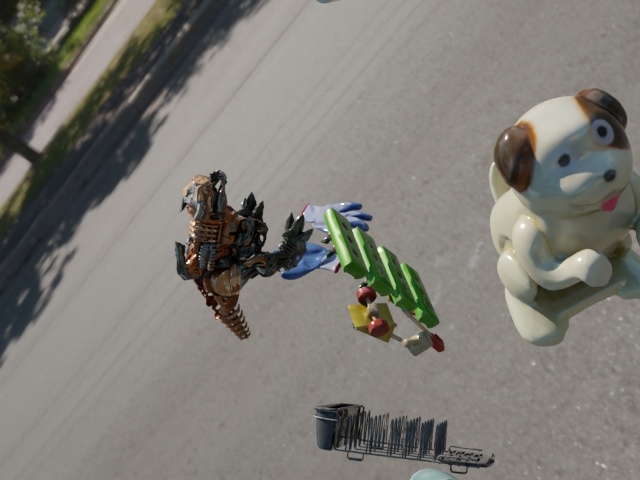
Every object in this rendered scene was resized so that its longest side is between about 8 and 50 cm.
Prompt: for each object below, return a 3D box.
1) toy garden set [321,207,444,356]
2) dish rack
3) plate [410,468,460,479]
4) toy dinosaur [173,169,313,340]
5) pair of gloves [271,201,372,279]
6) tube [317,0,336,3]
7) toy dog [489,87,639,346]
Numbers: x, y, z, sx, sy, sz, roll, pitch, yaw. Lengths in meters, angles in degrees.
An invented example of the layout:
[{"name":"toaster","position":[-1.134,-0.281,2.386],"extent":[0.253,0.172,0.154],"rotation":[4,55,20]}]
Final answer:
[{"name":"toy garden set","position":[0.095,0.087,1.153],"extent":[0.049,0.244,0.204],"rotation":[-36,47,19]},{"name":"dish rack","position":[0.135,0.306,1.228],"extent":[0.271,0.208,0.074],"rotation":[4,83,15]},{"name":"plate","position":[0.191,0.359,0.994],"extent":[0.024,0.188,0.188],"rotation":[-51,24,20]},{"name":"toy dinosaur","position":[-0.153,0.023,1.317],"extent":[0.218,0.164,0.322],"rotation":[-32,-27,-36]},{"name":"pair of gloves","position":[0.000,0.000,1.466],"extent":[0.159,0.023,0.198],"rotation":[9,53,34]},{"name":"tube","position":[0.069,-0.515,1.556],"extent":[0.062,0.070,0.240],"rotation":[2,21,36]},{"name":"toy dog","position":[0.440,-0.076,1.393],"extent":[0.284,0.408,0.395],"rotation":[-18,54,-1]}]
